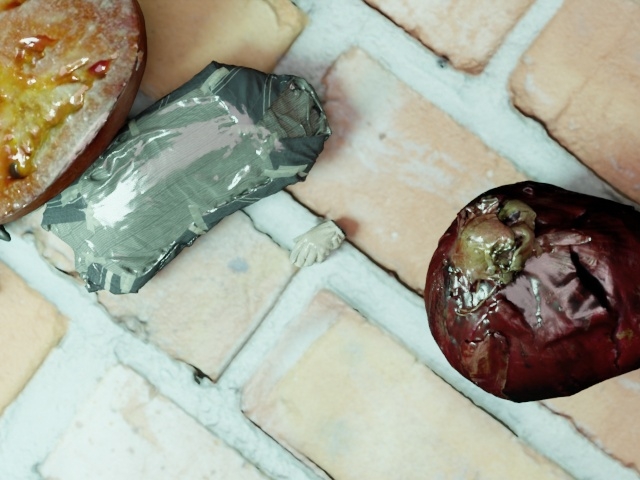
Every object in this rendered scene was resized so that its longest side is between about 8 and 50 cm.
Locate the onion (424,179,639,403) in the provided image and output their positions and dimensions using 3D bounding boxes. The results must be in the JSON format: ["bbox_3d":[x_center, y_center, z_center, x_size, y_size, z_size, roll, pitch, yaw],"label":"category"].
[{"bbox_3d":[0.242,0.053,1.701,0.281,0.281,0.221,2,58,10],"label":"onion"}]

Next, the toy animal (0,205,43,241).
[{"bbox_3d":[-0.408,0.010,1.875,0.269,0.082,0.137,-17,96,12],"label":"toy animal"}]

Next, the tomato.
[{"bbox_3d":[-0.326,-0.174,1.792,0.338,0.144,0.338,-3,77,14],"label":"tomato"}]

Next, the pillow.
[{"bbox_3d":[-0.147,-0.072,1.813,0.335,0.092,0.161,-35,100,12],"label":"pillow"}]

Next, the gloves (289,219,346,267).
[{"bbox_3d":[-0.002,0.000,1.831,0.081,0.037,0.044,-49,52,18],"label":"gloves"}]
